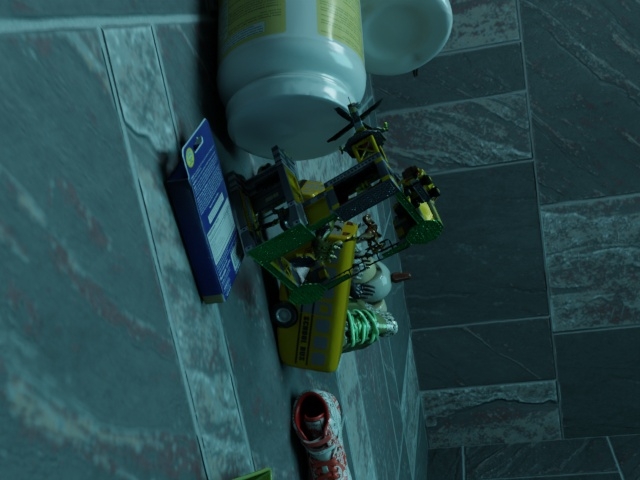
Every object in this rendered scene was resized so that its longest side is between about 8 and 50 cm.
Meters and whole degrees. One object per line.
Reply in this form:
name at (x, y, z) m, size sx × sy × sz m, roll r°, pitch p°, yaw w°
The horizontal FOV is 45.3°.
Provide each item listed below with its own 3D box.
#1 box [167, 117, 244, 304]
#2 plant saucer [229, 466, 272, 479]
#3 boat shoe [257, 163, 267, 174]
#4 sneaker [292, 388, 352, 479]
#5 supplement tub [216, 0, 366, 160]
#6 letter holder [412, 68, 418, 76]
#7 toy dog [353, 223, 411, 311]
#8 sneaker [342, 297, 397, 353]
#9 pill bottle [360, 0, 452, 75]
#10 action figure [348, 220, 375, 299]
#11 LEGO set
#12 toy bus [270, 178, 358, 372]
box at (-0.158, -0.043, 1.061) m, size 0.136 × 0.037 × 0.225 m, roll -76°, pitch 158°, yaw -62°
plant saucer at (-0.105, 0.407, 1.021) m, size 0.188 × 0.045 × 0.188 m, roll 39°, pitch 45°, yaw -73°
boat shoe at (-0.094, -0.101, 1.378) m, size 0.190 × 0.068 × 0.072 m, roll -20°, pitch 90°, yaw -88°
sneaker at (0.003, 0.412, 1.441) m, size 0.145 × 0.090 × 0.269 m, roll 54°, pitch 27°, yaw -65°
supplement tub at (-0.049, -0.323, 1.257) m, size 0.241 × 0.241 × 0.331 m, roll 58°, pitch 28°, yaw -64°
letter holder at (0.143, -0.551, 1.820) m, size 0.214 × 0.152 × 0.301 m, roll 70°, pitch 15°, yaw -68°
toy dog at (0.133, 0.051, 1.972) m, size 0.220 × 0.161 × 0.333 m, roll 72°, pitch 4°, yaw -51°
sneaker at (0.074, 0.181, 1.687) m, size 0.410 × 0.182 × 0.157 m, roll -3°, pitch 86°, yaw -78°
pill bottle at (0.119, -0.538, 1.534) m, size 0.224 × 0.224 × 0.392 m, roll 68°, pitch 13°, yaw -52°
action figure at (0.034, 0.021, 1.626) m, size 0.276 × 0.141 × 0.164 m, roll 41°, pitch 44°, yaw -53°
LEGO set at (0.014, -0.067, 1.211) m, size 0.255 × 0.331 × 0.192 m, roll 32°, pitch 32°, yaw -47°
toy bus at (-0.011, 0.064, 1.391) m, size 0.108 × 0.130 × 0.332 m, roll -61°, pitch 158°, yaw -70°
